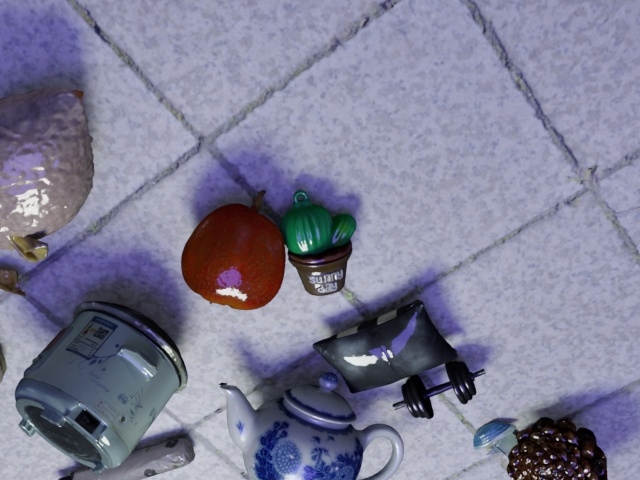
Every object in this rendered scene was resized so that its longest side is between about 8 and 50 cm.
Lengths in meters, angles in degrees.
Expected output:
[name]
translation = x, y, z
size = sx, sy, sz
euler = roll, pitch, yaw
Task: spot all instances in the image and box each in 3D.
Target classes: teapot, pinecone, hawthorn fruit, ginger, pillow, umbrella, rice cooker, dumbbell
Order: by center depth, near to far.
[hawthorn fruit]
translation = -0.143, 0.014, 1.389
size = 0.197, 0.196, 0.225
euler = 19, 94, -12
[rice cooker]
translation = -0.408, 0.264, 1.468
size = 0.264, 0.316, 0.317
euler = 43, 113, -11
[ginger]
translation = -0.625, 0.067, 1.482
size = 0.137, 0.044, 0.057
euler = 22, 148, -8
[pillow]
translation = 0.130, 0.223, 1.555
size = 0.250, 0.106, 0.186
euler = -25, 127, 18
[teapot]
translation = -0.024, 0.401, 1.591
size = 0.424, 0.252, 0.280
euler = 19, 96, -13
[dumbbell]
translation = 0.247, 0.313, 1.615
size = 0.208, 0.099, 0.099
euler = -25, 119, 14
[pinecone]
translation = 0.519, 0.498, 1.685
size = 0.221, 0.221, 0.221
euler = -1, 122, -1
[umbrella]
translation = -0.446, 0.517, 1.746
size = 0.337, 0.067, 0.073
euler = -18, 163, 10

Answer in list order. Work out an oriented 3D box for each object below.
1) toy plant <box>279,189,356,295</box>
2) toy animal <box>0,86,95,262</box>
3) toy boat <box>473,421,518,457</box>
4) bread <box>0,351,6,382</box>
[toy plant]
translation = 0.000, 0.000, 1.419
size = 0.143, 0.105, 0.200
euler = -10, 110, -5
[toy animal]
translation = -0.500, -0.114, 1.287
size = 0.358, 0.188, 0.226
euler = -37, 126, 19
[toy boat]
translation = 0.419, 0.458, 1.747
size = 0.149, 0.034, 0.105
euler = 23, 120, -14
[bread]
translation = -0.735, 0.220, 1.542
size = 0.183, 0.102, 0.337
euler = -5, 120, -3
